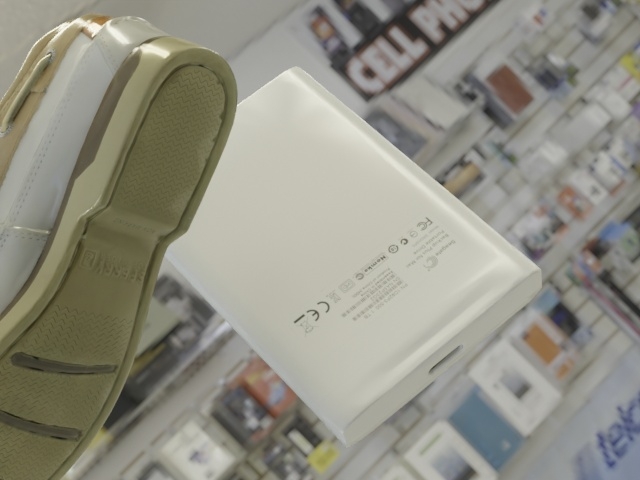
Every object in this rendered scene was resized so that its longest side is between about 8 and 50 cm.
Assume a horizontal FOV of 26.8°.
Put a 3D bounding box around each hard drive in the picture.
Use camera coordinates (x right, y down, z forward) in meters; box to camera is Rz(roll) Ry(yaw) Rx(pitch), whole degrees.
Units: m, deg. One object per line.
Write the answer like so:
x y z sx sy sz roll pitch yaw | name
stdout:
0.000 0.000 1.098 0.203 0.307 0.040 -37 -34 -15 | hard drive

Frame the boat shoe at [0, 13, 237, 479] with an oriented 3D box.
-0.156 0.021 0.718 0.302 0.103 0.113 -61 -33 -5 | boat shoe
